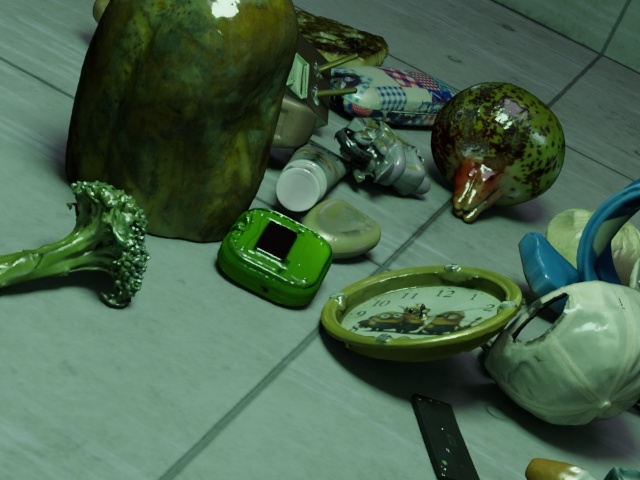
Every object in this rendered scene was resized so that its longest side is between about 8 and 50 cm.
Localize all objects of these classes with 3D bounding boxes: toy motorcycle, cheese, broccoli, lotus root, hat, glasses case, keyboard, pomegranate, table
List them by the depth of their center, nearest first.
[{"bbox_3d":[-0.267,0.012,1.448,0.118,0.122,0.204,22,32,37],"label":"broccoli"},{"bbox_3d":[0.134,0.214,1.490,0.053,0.010,0.155,19,23,-16],"label":"keyboard"},{"bbox_3d":[0.315,0.134,1.664,0.161,0.232,0.275,67,16,7],"label":"hat"},{"bbox_3d":[-0.160,-0.187,1.669,0.250,0.346,0.250,16,31,-10],"label":"lotus root"},{"bbox_3d":[0.000,0.000,1.793,0.097,0.037,0.192,34,33,19],"label":"cheese"},{"bbox_3d":[0.102,-0.123,2.108,0.152,0.073,0.225,45,19,6],"label":"toy motorcycle"},{"bbox_3d":[-0.038,-0.287,2.117,0.240,0.111,0.122,39,45,-46],"label":"table"},{"bbox_3d":[0.263,-0.127,2.185,0.214,0.214,0.248,27,60,7],"label":"pomegranate"},{"bbox_3d":[0.133,-0.252,2.433,0.327,0.076,0.125,-3,36,-47],"label":"glasses case"}]

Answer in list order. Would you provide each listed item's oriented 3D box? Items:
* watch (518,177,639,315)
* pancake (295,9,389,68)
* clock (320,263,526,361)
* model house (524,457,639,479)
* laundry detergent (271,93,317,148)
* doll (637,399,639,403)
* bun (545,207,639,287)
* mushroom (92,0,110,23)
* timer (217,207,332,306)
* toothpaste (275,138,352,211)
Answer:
[{"bbox_3d":[0.439,0.021,1.881,0.305,0.274,0.241,35,25,12],"label":"watch"},{"bbox_3d":[-0.052,-0.360,2.535,0.304,0.067,0.427,24,22,18],"label":"pancake"},{"bbox_3d":[0.118,0.092,1.614,0.237,0.057,0.237,-8,19,3],"label":"clock"},{"bbox_3d":[0.342,0.271,1.342,0.300,0.190,0.271,31,25,19],"label":"model house"},{"bbox_3d":[-0.100,-0.195,2.043,0.171,0.076,0.237,13,11,-22],"label":"laundry detergent"},{"bbox_3d":[0.474,0.228,1.735,0.195,0.070,0.096,28,-8,17],"label":"doll"},{"bbox_3d":[0.415,0.013,2.087,0.164,0.111,0.188,24,25,7],"label":"bun"},{"bbox_3d":[-0.197,-0.312,2.130,0.285,0.156,0.151,9,27,-29],"label":"mushroom"},{"bbox_3d":[-0.053,0.017,1.672,0.128,0.047,0.140,27,32,2],"label":"timer"},{"bbox_3d":[-0.009,-0.101,1.985,0.100,0.066,0.323,28,15,0],"label":"toothpaste"}]
